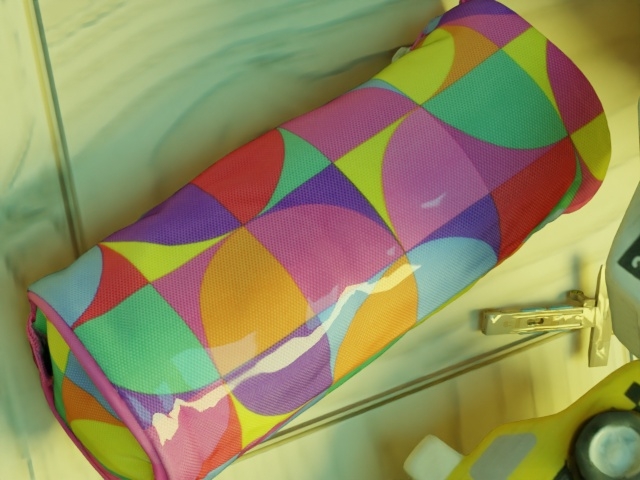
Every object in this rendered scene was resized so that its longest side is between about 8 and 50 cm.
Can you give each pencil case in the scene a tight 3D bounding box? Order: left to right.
[{"bbox_3d":[0.000,0.000,0.721,0.236,0.104,0.104,-35,116,-24],"label":"pencil case"}]

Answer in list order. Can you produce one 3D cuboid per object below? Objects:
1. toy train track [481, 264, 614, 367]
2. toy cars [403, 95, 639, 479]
[{"bbox_3d":[0.106,0.032,0.841,0.083,0.014,0.048,-4,109,-26],"label":"toy train track"},{"bbox_3d":[0.111,0.036,0.732,0.176,0.087,0.394,-25,145,-53],"label":"toy cars"}]
